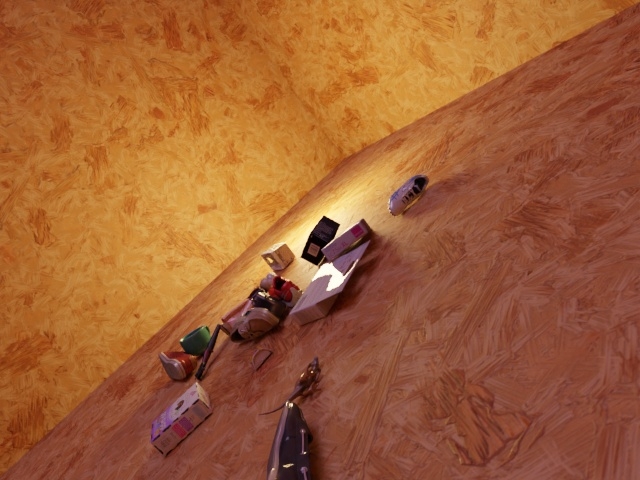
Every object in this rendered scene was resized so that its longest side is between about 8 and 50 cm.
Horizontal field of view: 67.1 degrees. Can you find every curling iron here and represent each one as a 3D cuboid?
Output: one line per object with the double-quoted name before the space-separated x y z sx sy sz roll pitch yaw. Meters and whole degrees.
"curling iron" -0.451 0.453 1.969 0.068 0.035 0.274 -42 21 34

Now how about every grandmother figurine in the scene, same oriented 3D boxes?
"grandmother figurine" -0.306 0.275 2.159 0.342 0.104 0.208 -48 24 -25

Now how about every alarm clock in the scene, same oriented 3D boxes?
"alarm clock" -0.192 0.248 1.880 0.064 0.129 0.192 -64 -18 -4

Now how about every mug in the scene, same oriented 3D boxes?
"mug" -0.547 0.454 2.185 0.158 0.097 0.129 -34 6 -32

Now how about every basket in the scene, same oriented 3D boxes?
"basket" -0.222 0.082 2.546 0.103 0.113 0.167 -42 14 -24

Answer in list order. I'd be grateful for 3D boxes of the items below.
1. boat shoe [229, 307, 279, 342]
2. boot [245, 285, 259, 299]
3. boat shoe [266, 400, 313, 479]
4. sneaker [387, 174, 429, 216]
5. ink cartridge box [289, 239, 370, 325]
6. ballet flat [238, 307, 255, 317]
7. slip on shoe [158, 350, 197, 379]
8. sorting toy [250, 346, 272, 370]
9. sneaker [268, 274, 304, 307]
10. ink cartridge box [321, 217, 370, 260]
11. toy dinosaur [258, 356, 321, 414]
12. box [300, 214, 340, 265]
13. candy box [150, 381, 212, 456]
"boat shoe" -0.257 0.332 1.827 0.302 0.109 0.098 -26 26 51
"boot" -0.337 0.275 2.369 0.087 0.042 0.118 -44 5 12
"boat shoe" -0.054 0.445 0.956 0.335 0.095 0.112 -79 6 -76
"sneaker" 0.356 -0.189 1.957 0.237 0.085 0.086 -47 10 -27
"ink cartridge box" 0.052 0.148 1.677 0.261 0.066 0.296 -29 17 39
"ballet flat" -0.263 0.300 1.954 0.241 0.091 0.077 -23 24 52
"slip on shoe" -0.631 0.540 2.128 0.101 0.123 0.331 -28 8 -33
"sorting toy" -0.212 0.399 1.628 0.083 0.045 0.075 -47 -4 -32
"sneaker" -0.154 0.192 1.970 0.107 0.118 0.279 -43 14 -21
"ink cartridge box" 0.109 -0.011 1.934 0.186 0.065 0.311 -36 -2 10
"toy dinosaur" -0.050 0.379 1.228 0.211 0.064 0.112 -38 -9 -40
"box" 0.000 0.000 2.130 0.158 0.093 0.156 -55 -9 -50
"candy box" -0.456 0.580 1.584 0.196 0.070 0.165 -42 13 -11
